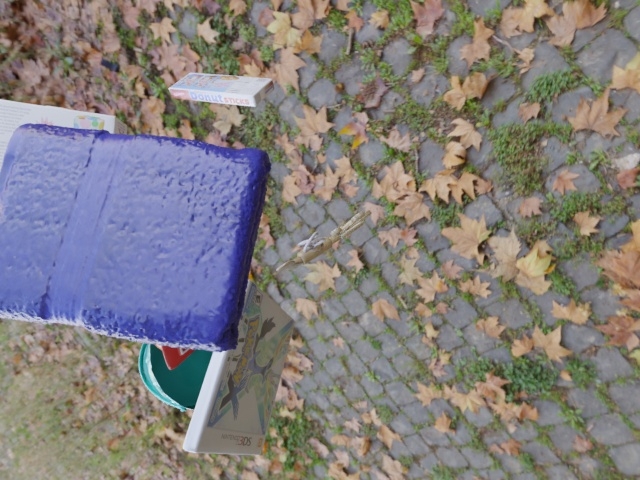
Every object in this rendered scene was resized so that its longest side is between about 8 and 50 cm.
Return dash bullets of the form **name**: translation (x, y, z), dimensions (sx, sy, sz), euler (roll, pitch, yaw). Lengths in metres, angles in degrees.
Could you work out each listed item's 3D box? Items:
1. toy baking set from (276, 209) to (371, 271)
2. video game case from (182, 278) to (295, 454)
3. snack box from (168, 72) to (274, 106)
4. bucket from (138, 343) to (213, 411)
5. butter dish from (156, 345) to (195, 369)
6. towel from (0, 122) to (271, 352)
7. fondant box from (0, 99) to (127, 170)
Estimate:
- **toy baking set**: translation (-0.001, 0.002, 0.852), dimensions (0.030, 0.256, 0.196), euler (55, 155, 8)
- **video game case**: translation (-0.154, 0.288, 0.916), dimensions (0.036, 0.328, 0.300), euler (5, 155, 19)
- **snack box**: translation (-0.172, -0.262, 0.720), dimensions (0.179, 0.064, 0.022), euler (13, 140, 23)
- **bucket**: translation (-0.313, 0.292, 1.062), dimensions (0.281, 0.281, 0.183), euler (52, 140, -1)
- **butter dish**: translation (-0.318, 0.165, 0.908), dimensions (0.119, 0.160, 0.160), euler (9, 117, 24)
- **towel**: translation (-0.218, -0.010, 0.467), dimensions (0.309, 0.076, 0.227), euler (8, 77, 9)
- **fondant box**: translation (-0.573, -0.117, 0.913), dimensions (0.239, 0.096, 0.329), euler (7, 93, -8)
